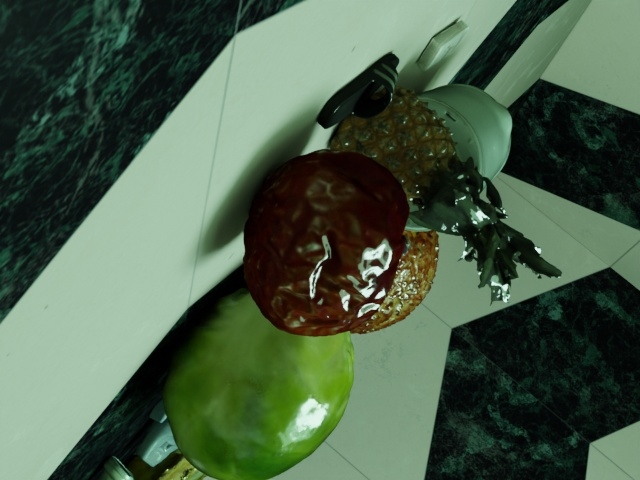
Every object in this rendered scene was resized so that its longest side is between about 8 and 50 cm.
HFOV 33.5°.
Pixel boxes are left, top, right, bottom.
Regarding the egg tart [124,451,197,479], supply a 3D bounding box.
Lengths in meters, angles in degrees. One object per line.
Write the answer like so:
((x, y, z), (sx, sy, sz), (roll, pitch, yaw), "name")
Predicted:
((-0.343, 0.494, 2.037), (0.288, 0.118, 0.288), (-51, 172, -10), "egg tart")

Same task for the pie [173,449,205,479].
((-0.164, 0.407, 2.455), (0.395, 0.180, 0.418), (-52, 165, 23), "pie")

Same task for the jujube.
((0.000, 0.000, 1.328), (0.213, 0.213, 0.232), (-40, 158, -53), "jujube")

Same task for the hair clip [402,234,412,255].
((0.021, 0.016, 1.778), (0.300, 0.069, 0.173), (-16, -162, 42), "hair clip")

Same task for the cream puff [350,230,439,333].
((0.114, 0.064, 2.207), (0.350, 0.228, 0.350), (-46, 172, -9), "cream puff")

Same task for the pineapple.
((0.181, -0.058, 1.480), (0.165, 0.364, 0.165), (-44, 172, -8), "pineapple")

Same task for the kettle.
((0.173, -0.125, 1.733), (0.265, 0.205, 0.318), (-56, 173, 22), "kettle")

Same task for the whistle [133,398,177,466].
((-0.219, 0.293, 1.886), (0.269, 0.093, 0.180), (-49, 148, -10), "whistle")

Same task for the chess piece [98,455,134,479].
((-0.381, 0.429, 1.766), (0.149, 0.059, 0.059), (-43, 171, -7), "chess piece")

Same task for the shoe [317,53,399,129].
((0.062, -0.182, 1.379), (0.179, 0.049, 0.071), (-42, 170, -47), "shoe")

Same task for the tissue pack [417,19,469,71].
((0.189, -0.300, 1.637), (0.108, 0.023, 0.056), (-41, 168, -48), "tissue pack")

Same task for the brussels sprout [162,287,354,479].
((-0.097, 0.204, 1.618), (0.344, 0.268, 0.344), (-53, -166, 20), "brussels sprout")
